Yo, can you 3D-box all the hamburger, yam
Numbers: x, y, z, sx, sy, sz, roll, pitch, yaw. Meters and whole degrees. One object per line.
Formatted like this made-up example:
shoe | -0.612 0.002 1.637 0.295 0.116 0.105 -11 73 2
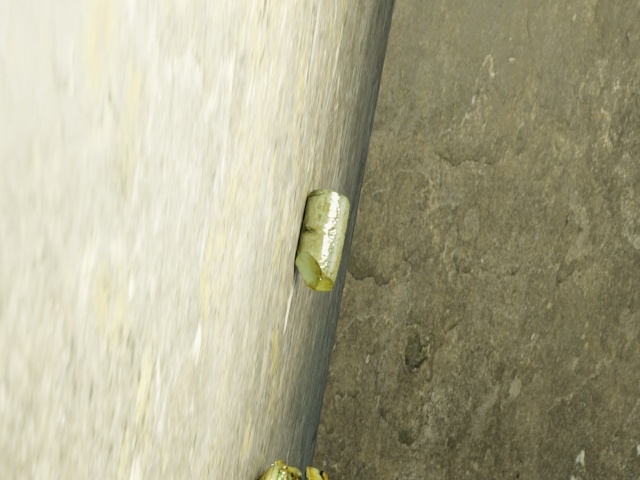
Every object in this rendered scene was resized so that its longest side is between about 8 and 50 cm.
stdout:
hamburger | -0.049 0.405 1.179 0.185 0.131 0.159 -85 175 -65
yam | 0.000 0.000 1.144 0.070 0.070 0.146 25 77 -85
